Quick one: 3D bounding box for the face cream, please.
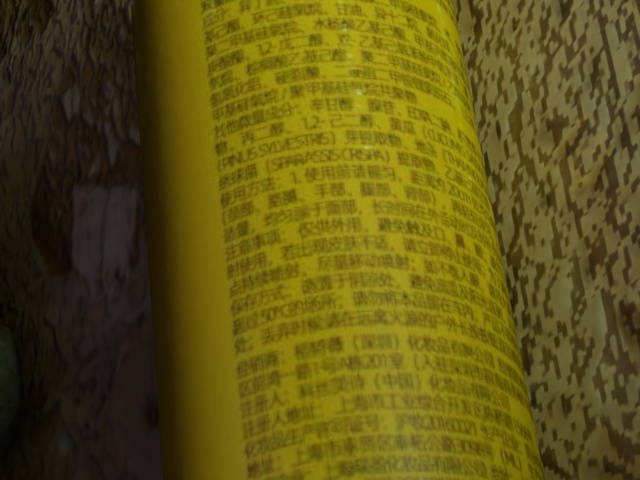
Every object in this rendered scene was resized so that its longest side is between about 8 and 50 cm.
[{"bbox_3d":[0.000,0.000,0.529,0.105,0.105,0.349,-43,44,43],"label":"face cream"}]

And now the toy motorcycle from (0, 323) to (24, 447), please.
[{"bbox_3d":[-0.214,0.096,0.827,0.182,0.241,0.319,-19,44,8],"label":"toy motorcycle"}]
